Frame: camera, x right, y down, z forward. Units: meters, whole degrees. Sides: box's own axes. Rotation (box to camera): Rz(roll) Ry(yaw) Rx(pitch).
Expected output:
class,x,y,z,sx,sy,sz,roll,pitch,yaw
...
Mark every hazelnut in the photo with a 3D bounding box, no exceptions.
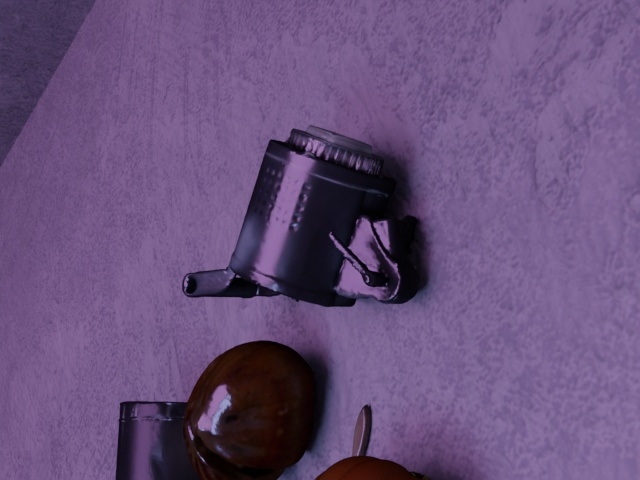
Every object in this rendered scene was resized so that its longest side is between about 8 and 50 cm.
class,x,y,z,sx,sy,sz,roll,pitch,yaw
hazelnut,-0.119,0.272,1.330,0.252,0.217,0.217,-61,40,22

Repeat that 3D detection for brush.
class,x,y,z,sx,sy,sz,roll,pitch,yaw
brush,0.052,0.341,1.241,0.070,0.021,0.197,5,82,54

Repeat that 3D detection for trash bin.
class,x,y,z,sx,sy,sz,roll,pitch,yaw
trash bin,-0.261,0.439,1.475,0.252,0.202,0.302,149,124,-66

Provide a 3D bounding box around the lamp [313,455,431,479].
class,x,y,z,sx,sy,sz,roll,pitch,yaw
lamp,0.072,0.378,1.053,0.223,0.196,0.223,32,139,32

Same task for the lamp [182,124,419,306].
class,x,y,z,sx,sy,sz,roll,pitch,yaw
lamp,-0.018,-0.038,1.278,0.373,0.205,0.272,1,85,36
